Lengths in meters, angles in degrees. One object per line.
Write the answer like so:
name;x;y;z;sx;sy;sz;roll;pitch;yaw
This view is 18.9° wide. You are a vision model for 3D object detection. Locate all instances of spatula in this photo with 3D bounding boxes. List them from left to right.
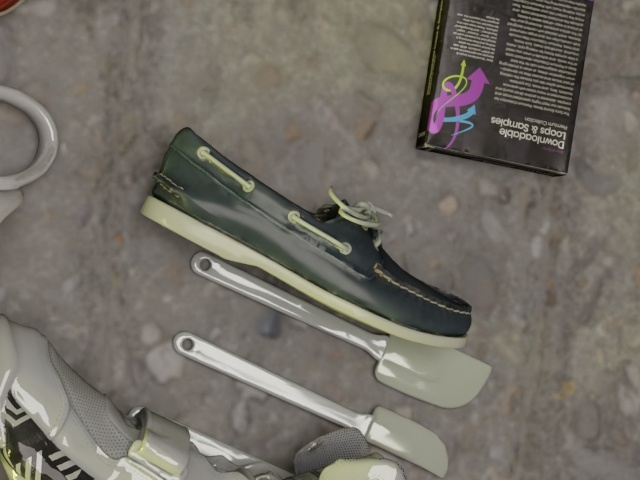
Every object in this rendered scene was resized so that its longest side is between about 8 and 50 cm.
spatula;-0.008;0.120;1.392;0.242;0.019;0.168;25;82;-13

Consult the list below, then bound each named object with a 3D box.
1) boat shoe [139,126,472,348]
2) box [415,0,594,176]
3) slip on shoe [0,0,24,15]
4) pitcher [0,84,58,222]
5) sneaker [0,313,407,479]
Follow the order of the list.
boat shoe;0.000;0.000;1.366;0.254;0.095;0.079;25;92;-4
box;0.140;-0.136;1.442;0.116;0.029;0.162;11;83;-14
slip on shoe;-0.316;-0.196;1.232;0.331;0.101;0.123;9;112;-43
pitcher;-0.286;-0.072;1.284;0.207;0.125;0.178;43;58;-20
sneaker;-0.072;0.164;1.303;0.210;0.137;0.366;-36;102;-7
